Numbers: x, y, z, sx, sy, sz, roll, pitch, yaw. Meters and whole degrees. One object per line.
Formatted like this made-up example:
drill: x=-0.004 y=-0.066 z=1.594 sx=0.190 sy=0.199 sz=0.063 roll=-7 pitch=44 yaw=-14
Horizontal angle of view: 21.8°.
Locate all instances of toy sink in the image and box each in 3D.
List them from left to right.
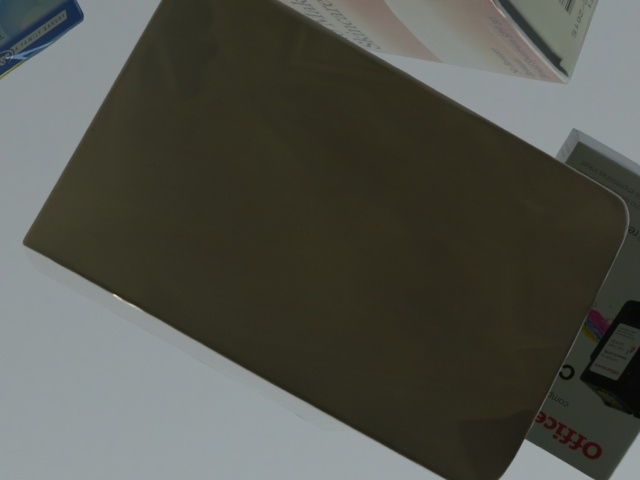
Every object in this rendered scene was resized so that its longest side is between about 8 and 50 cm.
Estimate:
toy sink: x=0.000 y=0.000 z=0.787 sx=0.234 sy=0.153 sz=0.131 roll=28 pitch=-9 yaw=-3

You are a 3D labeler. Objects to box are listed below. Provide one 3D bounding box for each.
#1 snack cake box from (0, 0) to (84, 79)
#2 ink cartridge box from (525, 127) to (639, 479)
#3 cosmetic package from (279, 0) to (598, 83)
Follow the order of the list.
snack cake box: x=-0.234 y=-0.077 z=0.582 sx=0.089 sy=0.264 sz=0.152 roll=35 pitch=-23 yaw=44
ink cartridge box: x=0.165 y=0.041 z=1.015 sx=0.127 sy=0.072 sz=0.175 roll=30 pitch=-78 yaw=0
cosmetic package: x=0.030 y=-0.208 z=1.106 sx=0.296 sy=0.129 sz=0.153 roll=14 pitch=-11 yaw=34
